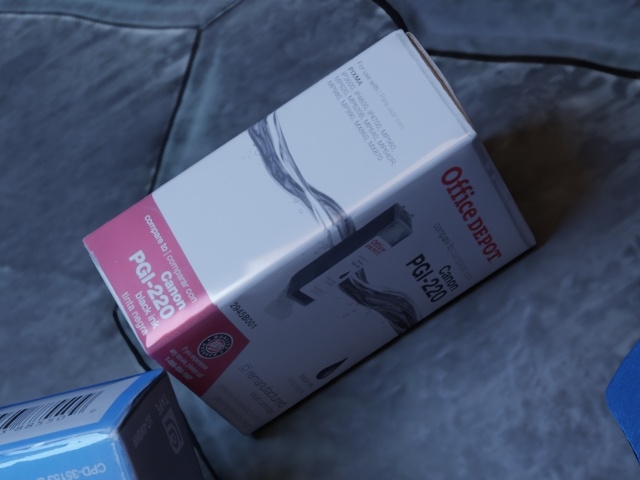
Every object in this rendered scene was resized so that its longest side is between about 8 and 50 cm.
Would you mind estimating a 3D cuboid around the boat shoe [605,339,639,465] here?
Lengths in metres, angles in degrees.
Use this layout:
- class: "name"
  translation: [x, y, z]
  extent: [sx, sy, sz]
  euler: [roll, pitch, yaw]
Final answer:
- class: "boat shoe"
  translation: [0.216, 0.113, 0.865]
  extent: [0.089, 0.258, 0.109]
  euler: [35, 111, -13]

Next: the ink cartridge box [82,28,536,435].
- class: "ink cartridge box"
  translation: [0.000, 0.000, 1.018]
  extent: [0.218, 0.158, 0.092]
  euler: [-35, 60, 2]

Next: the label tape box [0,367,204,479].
- class: "label tape box"
  translation: [-0.158, 0.269, 0.965]
  extent: [0.249, 0.115, 0.347]
  euler: [-15, 103, 12]
